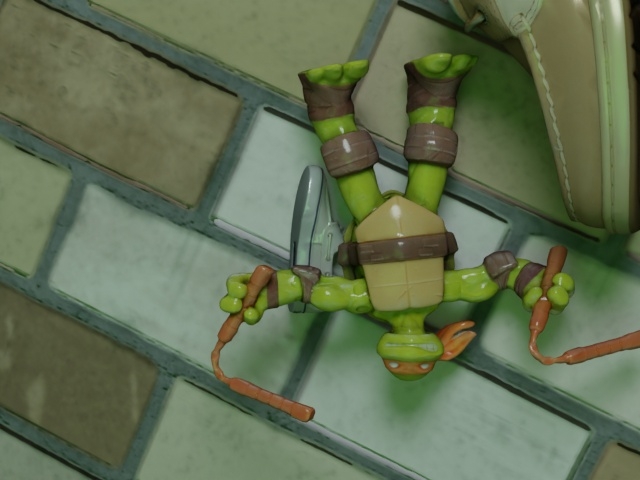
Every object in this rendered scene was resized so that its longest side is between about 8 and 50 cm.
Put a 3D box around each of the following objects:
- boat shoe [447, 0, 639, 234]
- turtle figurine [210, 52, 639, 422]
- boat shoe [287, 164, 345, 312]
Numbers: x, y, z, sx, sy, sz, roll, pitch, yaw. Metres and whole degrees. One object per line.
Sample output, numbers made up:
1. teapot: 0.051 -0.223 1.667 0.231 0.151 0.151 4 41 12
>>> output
1. boat shoe: 0.124 -0.166 0.722 0.110 0.122 0.341 -11 85 20
2. turtle figurine: 0.063 -0.005 0.770 0.270 0.087 0.217 -4 92 5
3. boat shoe: 0.000 0.000 0.816 0.035 0.035 0.100 3 95 -14
